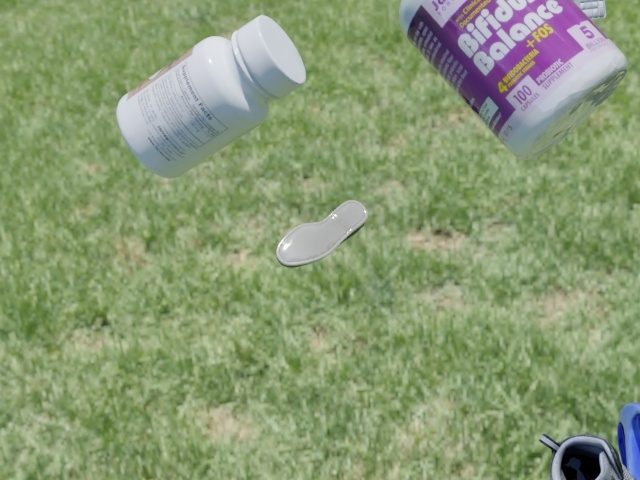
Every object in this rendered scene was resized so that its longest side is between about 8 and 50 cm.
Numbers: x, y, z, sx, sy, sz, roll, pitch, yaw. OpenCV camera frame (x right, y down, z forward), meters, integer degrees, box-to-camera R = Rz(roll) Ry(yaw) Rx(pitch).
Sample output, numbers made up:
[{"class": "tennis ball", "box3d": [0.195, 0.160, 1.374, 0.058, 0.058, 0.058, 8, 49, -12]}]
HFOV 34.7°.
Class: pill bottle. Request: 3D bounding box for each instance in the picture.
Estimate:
[{"class": "pill bottle", "box3d": [-0.139, -0.188, 1.327, 0.229, 0.131, 0.131, -30, 19, 22]}, {"class": "pill bottle", "box3d": [0.200, -0.255, 1.205, 0.169, 0.169, 0.301, -30, 74, -39]}]

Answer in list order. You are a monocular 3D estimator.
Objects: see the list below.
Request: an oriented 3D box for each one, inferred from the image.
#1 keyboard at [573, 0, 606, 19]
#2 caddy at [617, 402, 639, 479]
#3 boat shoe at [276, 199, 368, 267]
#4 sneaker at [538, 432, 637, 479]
[{"class": "keyboard", "box3d": [0.333, -0.371, 1.597, 0.256, 0.072, 0.014, -10, 4, -18]}, {"class": "caddy", "box3d": [0.575, 0.408, 1.596, 0.179, 0.241, 0.341, -16, 73, -8]}, {"class": "boat shoe", "box3d": [0.000, 0.000, 1.841, 0.206, 0.065, 0.075, -33, 75, -31]}, {"class": "sneaker", "box3d": [0.365, 0.324, 1.211, 0.101, 0.153, 0.268, -50, 49, -5]}]
